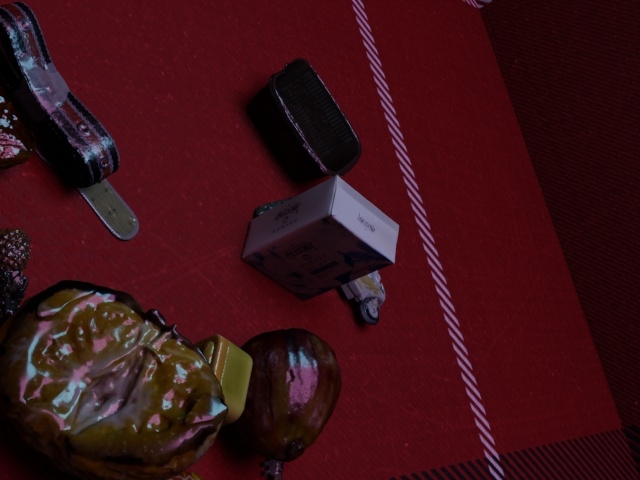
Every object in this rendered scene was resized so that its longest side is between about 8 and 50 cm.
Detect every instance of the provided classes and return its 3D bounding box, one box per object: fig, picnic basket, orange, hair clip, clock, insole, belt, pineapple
[{"bbox_3d":[-0.071,0.286,1.695,0.224,0.224,0.263,49,48,-18],"label":"fig"},{"bbox_3d":[-0.046,-0.272,2.167,0.297,0.129,0.222,56,37,-10],"label":"picnic basket"},{"bbox_3d":[-0.337,0.241,1.376,0.368,0.210,0.271,36,44,7],"label":"orange"},{"bbox_3d":[-0.048,-0.094,2.045,0.229,0.066,0.036,-27,126,-22],"label":"hair clip"},{"bbox_3d":[-0.220,0.258,1.542,0.096,0.202,0.143,37,42,-32],"label":"clock"},{"bbox_3d":[-0.451,-0.131,1.674,0.322,0.007,0.109,52,37,-13],"label":"insole"},{"bbox_3d":[-0.491,-0.256,1.595,0.360,0.126,0.094,55,38,-9],"label":"belt"},{"bbox_3d":[-0.501,0.062,1.436,0.074,0.074,0.160,12,64,-48],"label":"pineapple"}]

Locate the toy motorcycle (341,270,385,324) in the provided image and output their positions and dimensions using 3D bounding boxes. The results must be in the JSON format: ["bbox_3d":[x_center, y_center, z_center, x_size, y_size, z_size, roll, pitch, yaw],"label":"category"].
[{"bbox_3d":[0.096,0.090,2.163,0.151,0.074,0.229,-27,88,-57],"label":"toy motorcycle"}]

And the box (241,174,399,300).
[{"bbox_3d":[-0.001,0.002,1.921,0.203,0.274,0.116,38,45,-31],"label":"box"}]

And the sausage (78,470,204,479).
[{"bbox_3d":[-0.281,0.419,1.478,0.264,0.083,0.083,14,57,-49],"label":"sausage"}]

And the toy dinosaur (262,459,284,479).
[{"bbox_3d":[-0.091,0.435,1.738,0.058,0.037,0.180,28,50,-71],"label":"toy dinosaur"}]

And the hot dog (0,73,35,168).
[{"bbox_3d":[-0.570,-0.219,1.500,0.227,0.099,0.160,61,35,-5],"label":"hot dog"}]
